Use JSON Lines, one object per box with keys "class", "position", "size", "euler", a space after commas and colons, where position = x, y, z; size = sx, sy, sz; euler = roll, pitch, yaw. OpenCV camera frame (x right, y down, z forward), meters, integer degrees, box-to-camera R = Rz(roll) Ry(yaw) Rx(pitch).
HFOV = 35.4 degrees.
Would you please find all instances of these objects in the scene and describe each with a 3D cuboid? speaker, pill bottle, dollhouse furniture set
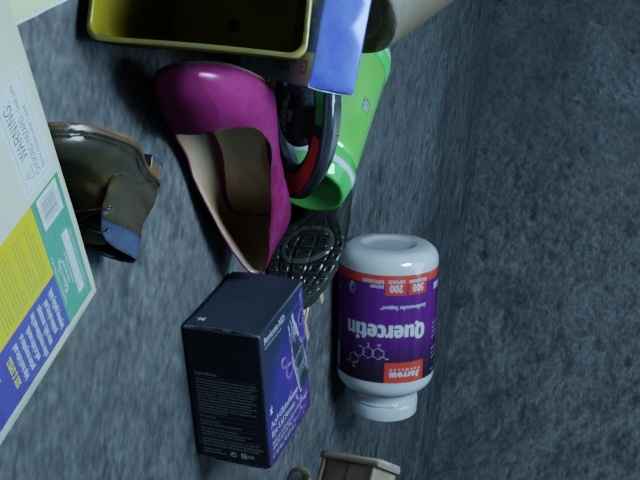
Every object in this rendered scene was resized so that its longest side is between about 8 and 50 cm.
{"class": "speaker", "position": [0.021, -0.193, 1.518], "size": [0.131, 0.131, 0.297], "euler": [70, 31, -52]}
{"class": "pill bottle", "position": [0.120, 0.158, 1.834], "size": [0.181, 0.181, 0.323], "euler": [-37, 130, -65]}
{"class": "dollhouse furniture set", "position": [-0.084, 0.317, 1.271], "size": [0.355, 0.303, 0.174], "euler": [30, 67, -37]}

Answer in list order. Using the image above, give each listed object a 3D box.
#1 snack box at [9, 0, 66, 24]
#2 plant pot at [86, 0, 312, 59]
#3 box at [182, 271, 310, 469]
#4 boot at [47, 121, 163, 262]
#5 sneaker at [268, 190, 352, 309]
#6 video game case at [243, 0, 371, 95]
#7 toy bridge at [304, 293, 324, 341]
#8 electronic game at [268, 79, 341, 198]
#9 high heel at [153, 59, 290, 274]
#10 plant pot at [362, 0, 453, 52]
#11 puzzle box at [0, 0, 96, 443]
{"class": "snack box", "position": [-0.172, -0.310, 0.787], "size": [0.322, 0.060, 0.187], "euler": [-36, 138, -29]}
{"class": "plant pot", "position": [-0.099, -0.285, 1.034], "size": [0.187, 0.212, 0.212], "euler": [3, 93, -84]}
{"class": "box", "position": [-0.092, 0.168, 1.320], "size": [0.153, 0.108, 0.207], "euler": [-53, 144, -56]}
{"class": "boot", "position": [-0.210, -0.044, 0.947], "size": [0.219, 0.082, 0.106], "euler": [30, 65, -72]}
{"class": "sneaker", "position": [0.000, 0.000, 1.560], "size": [0.130, 0.109, 0.286], "euler": [81, 25, -53]}
{"class": "video game case", "position": [-0.008, -0.316, 1.178], "size": [0.244, 0.061, 0.270], "euler": [-150, -112, -64]}
{"class": "toy bridge", "position": [-0.010, 0.079, 1.664], "size": [0.188, 0.026, 0.063], "euler": [-67, 154, -42]}
{"class": "electronic game", "position": [-0.029, -0.169, 1.323], "size": [0.229, 0.048, 0.229], "euler": [180, -90, -68]}
{"class": "high heel", "position": [-0.101, -0.078, 1.170], "size": [0.377, 0.127, 0.181], "euler": [39, 48, -72]}
{"class": "plant pot", "position": [0.100, -0.435, 1.461], "size": [0.280, 0.323, 0.323], "euler": [-55, 150, -26]}
{"class": "puzzle box", "position": [-0.277, 0.005, 0.698], "size": [0.409, 0.052, 0.272], "euler": [88, 20, -48]}
